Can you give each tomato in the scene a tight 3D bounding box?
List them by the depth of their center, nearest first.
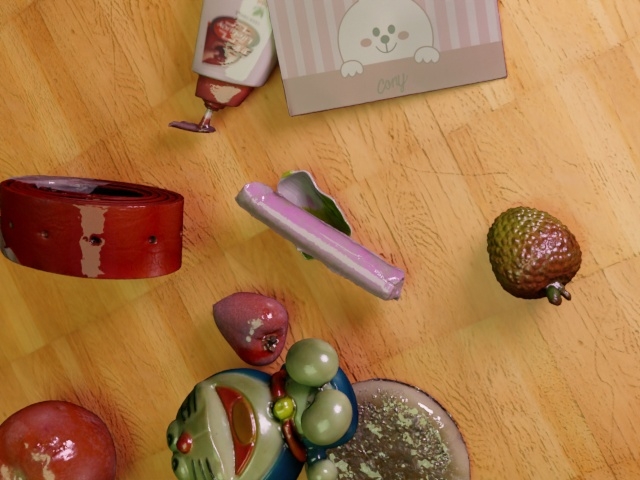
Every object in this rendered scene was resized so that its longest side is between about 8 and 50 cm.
[{"bbox_3d":[-0.438,0.365,1.388,0.208,0.184,0.208,2,95,22],"label":"tomato"}]

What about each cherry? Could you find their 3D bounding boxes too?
[{"bbox_3d":[-0.097,0.125,1.255,0.126,0.087,0.106,52,122,26],"label":"cherry"}]

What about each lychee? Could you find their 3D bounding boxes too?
[{"bbox_3d":[0.271,0.022,1.067,0.114,0.114,0.146,-44,58,23],"label":"lychee"}]

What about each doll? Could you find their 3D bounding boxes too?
[{"bbox_3d":[-0.081,0.270,1.192,0.322,0.186,0.198,-21,63,20],"label":"doll"}]

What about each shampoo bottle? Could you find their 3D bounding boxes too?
[{"bbox_3d":[-0.130,-0.273,1.195,0.153,0.071,0.284,28,108,11],"label":"shampoo bottle"}]

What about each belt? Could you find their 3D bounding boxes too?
[{"bbox_3d":[-0.346,-0.025,1.254,0.324,0.227,0.115,12,102,33],"label":"belt"}]

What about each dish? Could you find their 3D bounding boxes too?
[{"bbox_3d":[-0.009,-0.042,1.210,0.091,0.039,0.137,-28,92,24],"label":"dish"}]

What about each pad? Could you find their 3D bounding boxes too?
[{"bbox_3d":[0.082,-0.285,1.104,0.300,0.005,0.202,-8,104,14],"label":"pad"}]

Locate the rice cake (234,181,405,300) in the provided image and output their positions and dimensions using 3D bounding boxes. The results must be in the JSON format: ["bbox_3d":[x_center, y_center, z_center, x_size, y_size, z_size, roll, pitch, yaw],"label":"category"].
[{"bbox_3d":[0.000,0.000,1.168,0.270,0.049,0.055,34,113,9],"label":"rice cake"}]

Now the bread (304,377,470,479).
[{"bbox_3d":[0.093,0.334,1.242,0.267,0.040,0.267,4,102,22],"label":"bread"}]
